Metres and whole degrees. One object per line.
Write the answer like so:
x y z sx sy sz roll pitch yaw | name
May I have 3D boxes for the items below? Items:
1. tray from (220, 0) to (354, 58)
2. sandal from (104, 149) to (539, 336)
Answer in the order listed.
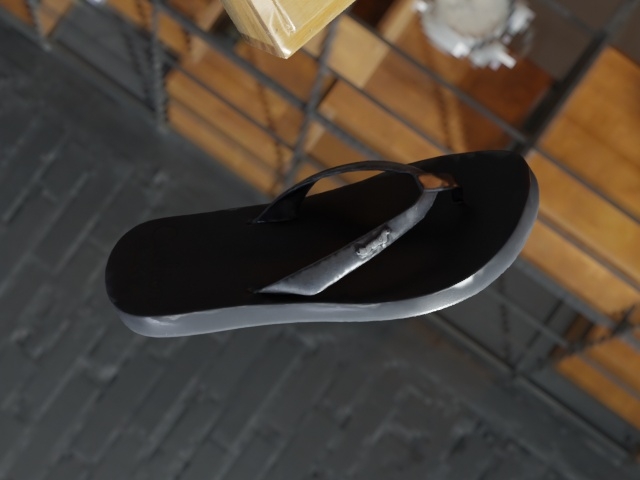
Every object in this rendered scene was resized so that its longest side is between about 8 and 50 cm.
0.061 -0.352 1.400 0.411 0.203 0.076 -42 -145 -14 | tray
0.000 0.001 1.001 0.054 0.254 0.097 70 8 -51 | sandal
